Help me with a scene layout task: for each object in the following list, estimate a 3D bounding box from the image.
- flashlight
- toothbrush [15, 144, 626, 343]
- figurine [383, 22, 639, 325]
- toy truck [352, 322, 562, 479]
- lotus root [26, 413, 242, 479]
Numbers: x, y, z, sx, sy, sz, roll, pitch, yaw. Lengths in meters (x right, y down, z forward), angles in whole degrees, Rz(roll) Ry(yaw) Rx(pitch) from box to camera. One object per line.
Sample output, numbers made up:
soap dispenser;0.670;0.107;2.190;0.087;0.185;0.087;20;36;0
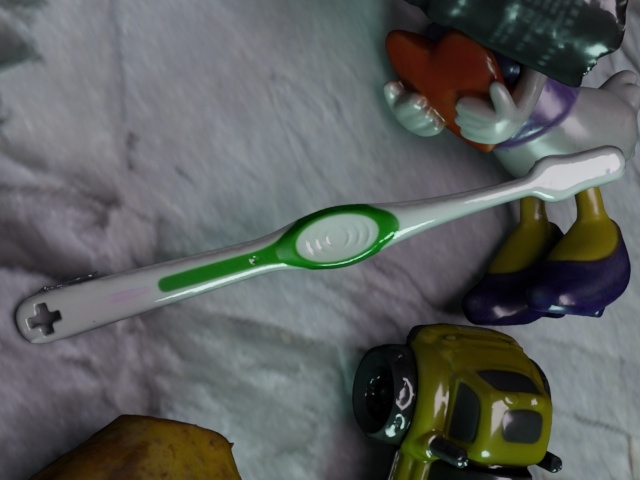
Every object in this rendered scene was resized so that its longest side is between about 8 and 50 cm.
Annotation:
flashlight;0.004;-0.228;1.088;0.424;0.103;0.103;25;78;-1
toothbrush;0.000;0.001;1.114;0.417;0.040;0.042;-16;97;-3
figurine;0.153;-0.140;1.225;0.193;0.154;0.421;-22;102;-29
toy truck;0.105;0.178;1.185;0.147;0.165;0.224;8;95;-28
lotus root;-0.150;0.238;1.051;0.193;0.193;0.291;36;74;-24
